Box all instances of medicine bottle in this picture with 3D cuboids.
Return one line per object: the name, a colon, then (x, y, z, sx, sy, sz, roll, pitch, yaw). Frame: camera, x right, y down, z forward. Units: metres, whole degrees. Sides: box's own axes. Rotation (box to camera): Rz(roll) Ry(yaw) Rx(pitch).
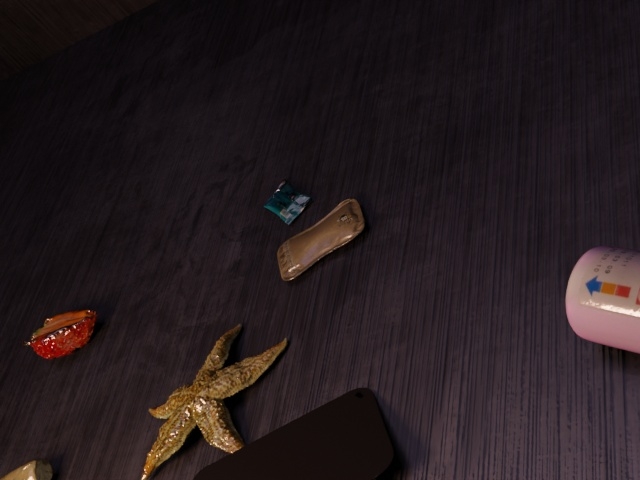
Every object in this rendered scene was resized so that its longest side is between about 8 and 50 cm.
medicine bottle: (0.493, 0.095, 1.333, 0.255, 0.152, 0.152, 11, 62, 47)

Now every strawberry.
strawberry: (-0.626, 0.233, 2.283, 0.192, 0.085, 0.140, -27, 18, -14)

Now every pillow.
pillow: (0.000, 0.000, 1.980, 0.217, 0.033, 0.130, -32, 37, 14)

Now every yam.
yam: (-0.735, 0.582, 2.041, 0.372, 0.083, 0.083, -31, 38, 18)

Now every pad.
pad: (-0.042, 0.424, 1.567, 0.375, 0.063, 0.315, -28, 24, 5)

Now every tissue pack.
tissue pack: (-0.079, -0.091, 2.151, 0.085, 0.028, 0.138, -47, 33, -6)

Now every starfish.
starfish: (-0.232, 0.307, 1.863, 0.347, 0.078, 0.357, -23, 41, 29)

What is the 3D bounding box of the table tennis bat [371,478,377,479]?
table tennis bat: (0.031, 0.507, 1.438, 0.224, 0.054, 0.368, -34, 33, 10)
